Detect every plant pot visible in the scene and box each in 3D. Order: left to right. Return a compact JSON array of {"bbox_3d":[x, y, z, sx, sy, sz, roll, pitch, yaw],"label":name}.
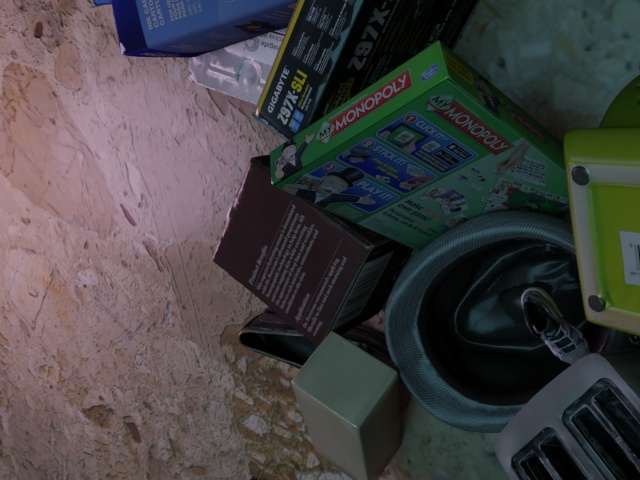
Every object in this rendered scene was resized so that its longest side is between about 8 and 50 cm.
[{"bbox_3d":[0.350,-0.023,0.584,0.228,0.207,0.227,13,124,52],"label":"plant pot"}]

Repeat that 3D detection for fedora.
[{"bbox_3d":[0.224,0.087,0.803,0.275,0.124,0.244,-39,82,22],"label":"fedora"}]

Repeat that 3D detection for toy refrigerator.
[{"bbox_3d":[0.045,0.233,0.902,0.102,0.094,0.270,29,153,25],"label":"toy refrigerator"}]

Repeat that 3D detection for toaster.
[{"bbox_3d":[0.281,0.203,0.646,0.168,0.110,0.186,-54,49,28],"label":"toaster"}]

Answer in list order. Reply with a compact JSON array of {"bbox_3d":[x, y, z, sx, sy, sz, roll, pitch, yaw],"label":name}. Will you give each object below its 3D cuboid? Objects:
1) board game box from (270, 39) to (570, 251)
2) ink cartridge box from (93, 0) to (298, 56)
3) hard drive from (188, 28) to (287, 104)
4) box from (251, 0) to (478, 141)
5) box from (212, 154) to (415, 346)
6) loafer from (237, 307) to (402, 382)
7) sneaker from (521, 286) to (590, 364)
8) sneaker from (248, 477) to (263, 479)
[{"bbox_3d":[0.133,-0.069,0.724,0.213,0.317,0.046,-28,56,34],"label":"board game box"},{"bbox_3d":[-0.135,-0.387,0.839,0.395,0.151,0.270,-4,99,36],"label":"ink cartridge box"},{"bbox_3d":[-0.061,-0.357,0.924,0.236,0.064,0.339,25,115,27],"label":"hard drive"},{"bbox_3d":[0.085,-0.263,0.731,0.079,0.257,0.322,40,121,23],"label":"box"},{"bbox_3d":[0.000,0.000,0.907,0.203,0.167,0.169,38,120,21],"label":"box"},{"bbox_3d":[-0.004,0.170,1.002,0.267,0.084,0.096,12,108,31],"label":"loafer"},{"bbox_3d":[0.238,0.096,0.693,0.038,0.069,0.098,-43,81,22],"label":"sneaker"},{"bbox_3d":[-0.098,0.434,1.164,0.083,0.031,0.035,-5,99,34],"label":"sneaker"}]
